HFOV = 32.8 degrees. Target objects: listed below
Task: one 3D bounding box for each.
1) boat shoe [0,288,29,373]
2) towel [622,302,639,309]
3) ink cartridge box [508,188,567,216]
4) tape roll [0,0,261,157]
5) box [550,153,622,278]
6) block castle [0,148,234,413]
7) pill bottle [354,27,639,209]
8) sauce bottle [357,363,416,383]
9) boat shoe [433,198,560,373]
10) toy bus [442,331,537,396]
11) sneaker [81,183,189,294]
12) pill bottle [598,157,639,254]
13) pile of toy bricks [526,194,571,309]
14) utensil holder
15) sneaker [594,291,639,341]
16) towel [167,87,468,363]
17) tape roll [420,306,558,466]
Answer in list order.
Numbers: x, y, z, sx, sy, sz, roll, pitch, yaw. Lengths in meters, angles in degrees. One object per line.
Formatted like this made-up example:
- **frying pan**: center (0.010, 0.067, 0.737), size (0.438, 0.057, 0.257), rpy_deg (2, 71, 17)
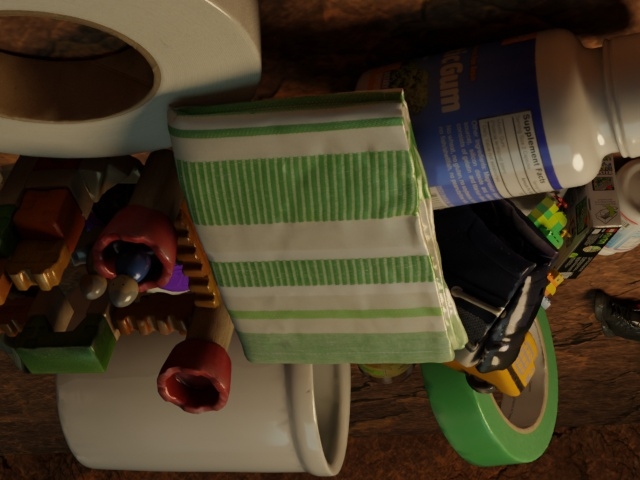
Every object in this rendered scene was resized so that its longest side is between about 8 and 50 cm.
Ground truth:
- **boat shoe**: center (-0.514, 0.143, 1.841), size (0.098, 0.109, 0.302), rpy_deg (37, 165, 11)
- **towel**: center (0.701, 0.135, 1.994), size (0.275, 0.031, 0.199), rpy_deg (14, 156, -38)
- **ink cartridge box**: center (0.199, -0.059, 1.342), size (0.186, 0.065, 0.311), rpy_deg (-1, 158, 0)
- **tape roll**: center (-0.243, -0.178, 0.953), size (0.392, 0.072, 0.392), rpy_deg (-1, 162, 0)
- **box**: center (0.319, -0.034, 1.345), size (0.036, 0.114, 0.207), rpy_deg (-1, 162, -2)
- **block castle**: center (-0.339, 0.068, 1.250), size (0.453, 0.213, 0.303), rpy_deg (-2, 134, 15)
- **pill bottle**: center (0.181, -0.117, 1.037), size (0.272, 0.152, 0.152), rpy_deg (-10, 159, 21)
- **sauce bottle**: center (0.086, 0.106, 1.690), size (0.111, 0.111, 0.344), rpy_deg (-4, 146, 8)
- **boat shoe**: center (0.115, -0.024, 1.193), size (0.127, 0.340, 0.158), rpy_deg (-23, 146, -44)
- **toy bus**: center (0.122, 0.068, 1.352), size (0.333, 0.130, 0.108), rpy_deg (24, 161, 35)
- **sneaker**: center (-0.196, -0.005, 1.409), size (0.146, 0.102, 0.293), rpy_deg (-13, 158, 27)
- **pill bottle**: center (0.388, -0.037, 1.384), size (0.087, 0.087, 0.160), rpy_deg (1, 161, -7)
- **pile of toy bricks**: center (0.252, -0.009, 1.288), size (0.105, 0.118, 0.212), rpy_deg (-45, 137, 4)
- **utensil holder**: center (-0.167, 0.198, 1.672), size (0.386, 0.327, 0.327), rpy_deg (-3, 161, 12)
- **sneaker**: center (0.538, 0.135, 1.909), size (0.089, 0.051, 0.170), rpy_deg (-2, 151, 24)
- **towel**: center (0.000, 0.000, 1.061), size (0.248, 0.038, 0.324), rpy_deg (-2, 131, 18)
- **tape roll**: center (0.257, 0.173, 1.626), size (0.077, 0.321, 0.321), rpy_deg (-14, 157, 33)
